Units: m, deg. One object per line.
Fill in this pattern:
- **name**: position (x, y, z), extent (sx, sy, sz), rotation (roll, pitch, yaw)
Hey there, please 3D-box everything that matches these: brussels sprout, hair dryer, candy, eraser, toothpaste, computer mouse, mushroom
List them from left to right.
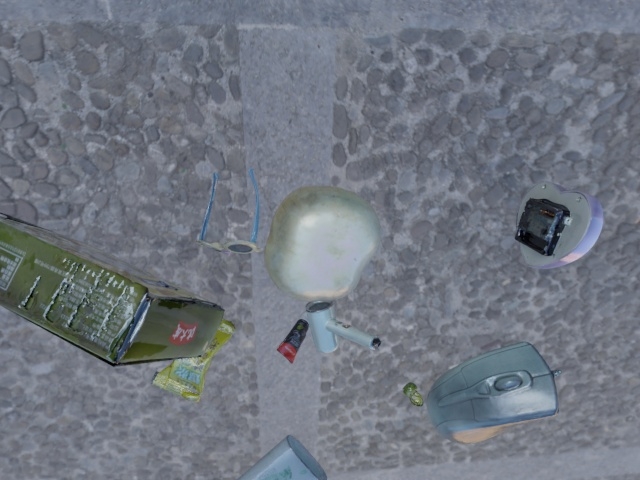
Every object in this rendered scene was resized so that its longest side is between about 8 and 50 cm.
- **candy**: position (-0.429, 0.384, 1.610), extent (0.187, 0.081, 0.297), rotation (22, 80, 11)
- **eraser**: position (-0.120, 0.692, 1.352), extent (0.227, 0.081, 0.174), rotation (-42, 91, 6)
- **toothpaste**: position (-0.079, 0.321, 1.586), extent (0.071, 0.193, 0.045), rotation (46, 130, -9)
- **mushroom**: position (0.000, 0.000, 1.034), extent (0.260, 0.234, 0.253), rotation (-20, 106, -3)
- **hair dryer**: position (0.064, 0.231, 1.173), extent (0.073, 0.237, 0.131), rotation (-27, 113, -37)
- **brussels sprout**: position (0.289, 0.483, 1.486), extent (0.046, 0.051, 0.083), rotation (-24, 109, 6)
- **computer mouse**: position (0.398, 0.376, 1.154), extent (0.122, 0.188, 0.371), rotation (20, 137, -42)

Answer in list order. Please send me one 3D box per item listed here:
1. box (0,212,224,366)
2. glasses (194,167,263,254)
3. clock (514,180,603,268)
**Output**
- **box**: position (-0.451, 0.100, 0.962), extent (0.421, 0.373, 0.138), rotation (23, 81, 12)
- **glasses**: position (-0.244, -0.071, 1.208), extent (0.190, 0.088, 0.220), rotation (1, 95, 32)
- **clock**: position (0.445, -0.026, 0.934), extent (0.064, 0.198, 0.172), rotation (13, 106, -16)
